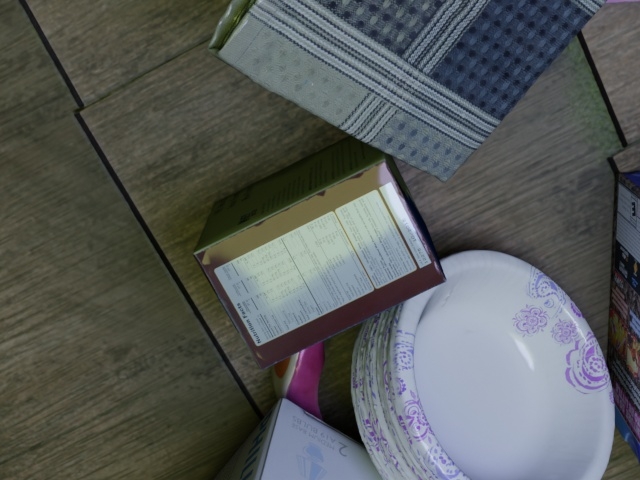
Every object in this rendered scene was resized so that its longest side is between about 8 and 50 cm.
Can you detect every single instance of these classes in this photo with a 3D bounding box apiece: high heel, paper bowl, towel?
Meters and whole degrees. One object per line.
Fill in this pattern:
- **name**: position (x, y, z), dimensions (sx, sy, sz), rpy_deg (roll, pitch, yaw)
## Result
- **high heel**: position (0.002, 0.185, 1.211), dimensions (0.117, 0.082, 0.244), rpy_deg (7, 101, -16)
- **paper bowl**: position (0.158, 0.163, 1.122), dimensions (0.284, 0.284, 0.148), rpy_deg (39, 145, -11)
- **towel**: position (0.102, -0.223, 0.912), dimensions (0.324, 0.056, 0.312), rpy_deg (24, 113, -42)

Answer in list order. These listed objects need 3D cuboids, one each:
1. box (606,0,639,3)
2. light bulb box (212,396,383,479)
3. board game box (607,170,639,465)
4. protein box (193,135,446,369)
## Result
- **box**: position (0.298, -0.345, 1.015), dimensions (0.243, 0.117, 0.213), rpy_deg (-2, 115, 1)
- **light bulb box**: position (-0.004, 0.424, 1.153), dimensions (0.358, 0.225, 0.361), rpy_deg (32, 121, -10)
- **board game box**: position (0.398, 0.092, 1.102), dimensions (0.141, 0.232, 0.291), rpy_deg (-2, 108, 0)
- **protein box**: position (0.000, 0.000, 1.085), dimensions (0.201, 0.200, 0.136), rpy_deg (-26, 104, 7)
